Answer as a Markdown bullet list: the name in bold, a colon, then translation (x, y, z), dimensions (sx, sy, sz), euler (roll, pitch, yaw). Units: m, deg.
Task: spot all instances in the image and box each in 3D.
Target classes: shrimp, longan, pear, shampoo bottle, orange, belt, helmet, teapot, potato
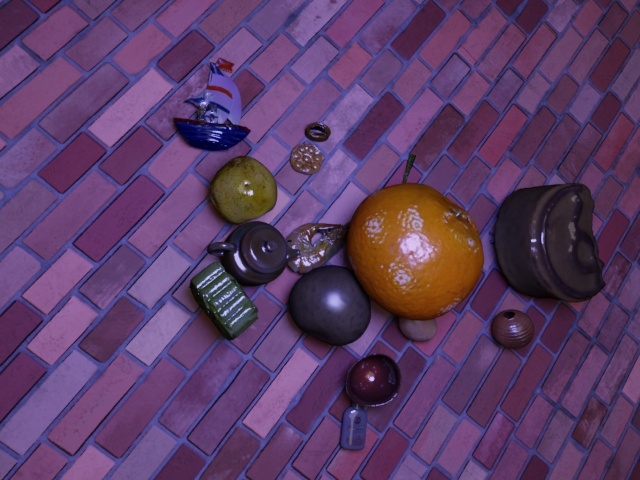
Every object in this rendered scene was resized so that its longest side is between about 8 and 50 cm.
- **shrimp**: translation (0.000, 0.000, 1.340), dimensions (0.267, 0.061, 0.145), euler (-31, 82, -14)
- **longan**: translation (0.028, 0.188, 1.247), dimensions (0.245, 0.215, 0.246), euler (-3, 62, 5)
- **pear**: translation (-0.227, -0.148, 1.225), dimensions (0.197, 0.197, 0.198), euler (2, 83, -14)
- **shampoo bottle**: translation (0.107, 0.559, 1.306), dimensions (0.079, 0.040, 0.165), euler (9, 82, -12)
- **orange**: translation (0.278, 0.020, 1.224), dimensions (0.423, 0.326, 0.424), euler (31, 39, -29)
- **belt**: translation (-0.009, -0.359, 1.391), dimensions (0.083, 0.036, 0.059), euler (5, 75, -14)
- **helmet**: translation (0.151, 0.425, 1.299), dimensions (0.175, 0.106, 0.155), euler (-27, 88, -14)
- **teapot**: translation (-0.186, 0.030, 1.200), dimensions (0.267, 0.175, 0.186), euler (6, 72, -31)
- **potato**: translation (0.313, 0.270, 1.365), dimensions (0.147, 0.112, 0.112), euler (34, 76, -16)

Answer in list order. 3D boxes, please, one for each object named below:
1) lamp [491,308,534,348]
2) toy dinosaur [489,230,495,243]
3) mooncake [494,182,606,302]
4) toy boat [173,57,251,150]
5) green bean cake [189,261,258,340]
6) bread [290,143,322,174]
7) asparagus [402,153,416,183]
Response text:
- **lamp**: translation (0.653, 0.300, 1.430), dimensions (0.136, 0.136, 0.137), euler (2, 83, -14)
- **toy dinosaur**: translation (0.651, -0.003, 1.512), dimensions (0.080, 0.045, 0.198), euler (0, 79, -25)
- **mooncake**: translation (0.802, 0.009, 1.443), dimensions (0.394, 0.246, 0.393), euler (47, 68, -15)
- **toy boat**: translation (-0.307, -0.410, 1.316), dimensions (0.219, 0.072, 0.319), euler (29, 68, -7)
- **green bean cake**: translation (-0.271, 0.170, 1.169), dimensions (0.113, 0.214, 0.200), euler (-37, 91, -21)
- **bread**: translation (-0.046, -0.266, 1.375), dimensions (0.109, 0.024, 0.110), euler (2, 82, -15)
- **asparagus**: translation (0.289, -0.195, 1.455), dimensions (0.023, 0.022, 0.233), euler (38, 67, -53)
